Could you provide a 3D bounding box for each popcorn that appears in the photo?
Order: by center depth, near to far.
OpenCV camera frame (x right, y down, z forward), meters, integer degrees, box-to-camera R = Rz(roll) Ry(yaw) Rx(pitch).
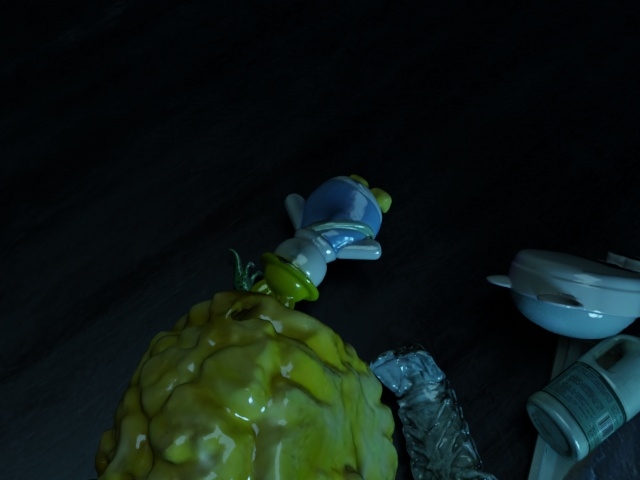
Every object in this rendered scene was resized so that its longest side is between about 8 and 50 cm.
[{"bbox_3d":[-0.098,0.237,1.203,0.381,0.349,0.349,-13,58,28],"label":"popcorn"}]

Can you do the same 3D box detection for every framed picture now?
[{"bbox_3d":[0.375,0.256,1.409,0.192,0.018,0.266,19,62,0],"label":"framed picture"}]

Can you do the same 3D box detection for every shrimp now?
[{"bbox_3d":[0.161,0.315,1.276,0.221,0.166,0.411,-25,50,16],"label":"shrimp"}]

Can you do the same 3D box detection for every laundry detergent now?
[{"bbox_3d":[0.373,0.182,1.395,0.225,0.070,0.099,-33,69,-22],"label":"laundry detergent"}]

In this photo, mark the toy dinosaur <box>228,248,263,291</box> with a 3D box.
[{"bbox_3d":[-0.106,0.057,1.435,0.083,0.021,0.062,38,77,10],"label":"toy dinosaur"}]

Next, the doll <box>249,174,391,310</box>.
[{"bbox_3d":[0.000,0.000,1.437,0.135,0.098,0.241,46,65,-10],"label":"doll"}]

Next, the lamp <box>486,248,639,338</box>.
[{"bbox_3d":[0.352,0.072,1.431,0.246,0.179,0.108,0,105,-30],"label":"lamp"}]
